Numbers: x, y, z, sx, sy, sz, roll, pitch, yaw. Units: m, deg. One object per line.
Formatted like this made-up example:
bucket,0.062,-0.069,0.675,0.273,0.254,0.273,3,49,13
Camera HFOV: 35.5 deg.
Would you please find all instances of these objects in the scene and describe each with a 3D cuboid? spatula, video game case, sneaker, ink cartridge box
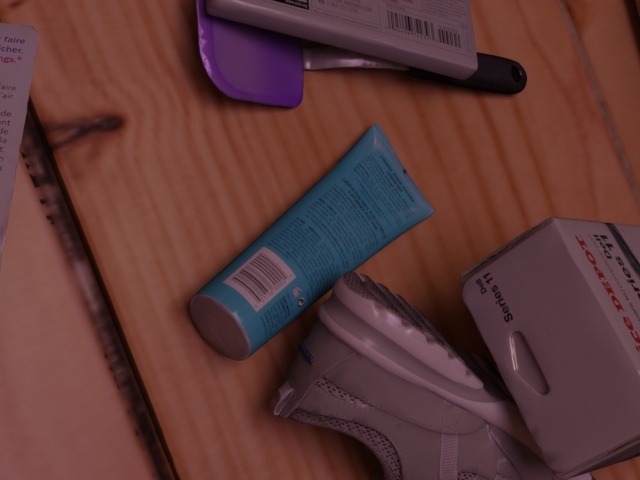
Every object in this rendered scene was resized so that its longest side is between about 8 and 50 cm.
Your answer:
spatula,0.042,-0.134,0.746,0.296,0.030,0.084,1,80,-28
video game case,0.016,-0.225,0.736,0.212,0.023,0.193,9,65,-26
sneaker,0.085,0.136,0.696,0.281,0.105,0.115,38,99,-21
ink cartridge box,0.211,0.070,0.700,0.208,0.087,0.153,2,57,-50

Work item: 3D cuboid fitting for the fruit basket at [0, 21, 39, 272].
fruit basket,-0.312,0.036,0.445,0.327,0.165,0.353,4,59,-8

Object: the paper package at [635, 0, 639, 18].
paper package,0.448,-0.118,0.801,0.168,0.309,0.325,-13,87,-29

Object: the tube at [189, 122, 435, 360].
tube,0.000,0.000,0.689,0.207,0.052,0.080,-40,104,-34
